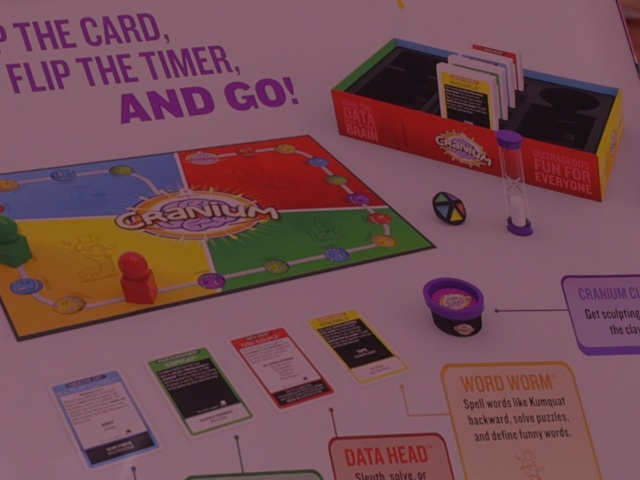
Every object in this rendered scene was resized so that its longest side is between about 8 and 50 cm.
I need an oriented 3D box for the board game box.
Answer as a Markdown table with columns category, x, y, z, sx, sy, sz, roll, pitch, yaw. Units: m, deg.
| category | x | y | z | sx | sy | sz | roll | pitch | yaw |
| --- | --- | --- | --- | --- | --- | --- | --- | --- | --- |
| board game box | -0.007 | 0.007 | 0.514 | 0.242 | 0.064 | 0.317 | 1 | 63 | -26 |
